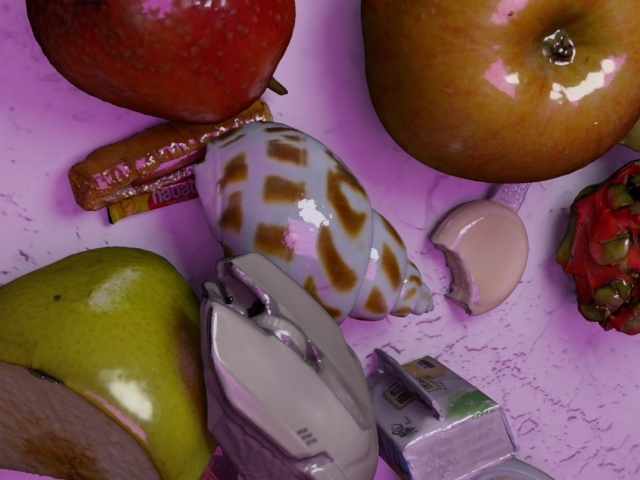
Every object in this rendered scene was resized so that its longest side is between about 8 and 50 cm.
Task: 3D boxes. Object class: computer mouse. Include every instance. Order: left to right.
[{"bbox_3d":[-0.018,0.201,1.005,0.145,0.228,0.429,-8,127,20],"label":"computer mouse"}]

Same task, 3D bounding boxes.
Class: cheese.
[{"bbox_3d":[0.277,-0.011,1.287,0.249,0.071,0.163,-43,109,-5],"label":"cheese"}]

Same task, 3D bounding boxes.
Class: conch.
[{"bbox_3d":[-0.001,0.000,1.132,0.368,0.197,0.249,26,85,-43],"label":"conch"}]

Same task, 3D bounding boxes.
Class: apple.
[{"bbox_3d":[0.243,-0.260,1.070,0.400,0.333,0.400,1,104,5],"label":"apple"}]

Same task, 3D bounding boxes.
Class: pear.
[{"bbox_3d":[-0.261,0.125,1.013,0.342,0.318,0.238,2,122,24],"label":"pear"}]

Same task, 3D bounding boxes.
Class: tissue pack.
[{"bbox_3d":[0.146,0.240,1.213,0.159,0.229,0.145,-21,106,-13],"label":"tissue pack"}]

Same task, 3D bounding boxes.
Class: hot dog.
[{"bbox_3d":[-0.197,-0.124,1.116,0.289,0.068,0.083,-25,67,-11],"label":"hot dog"}]

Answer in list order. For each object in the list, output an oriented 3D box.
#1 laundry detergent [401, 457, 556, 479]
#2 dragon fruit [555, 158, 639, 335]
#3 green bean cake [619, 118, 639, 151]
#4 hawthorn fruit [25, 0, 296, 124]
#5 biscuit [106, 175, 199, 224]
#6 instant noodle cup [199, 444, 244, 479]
[{"bbox_3d":[0.240,0.440,1.349,0.280,0.105,0.215,19,97,-21],"label":"laundry detergent"},{"bbox_3d":[0.487,0.017,1.263,0.231,0.237,0.302,0,135,-31],"label":"dragon fruit"},{"bbox_3d":[0.583,-0.246,1.255,0.310,0.285,0.202,9,118,6],"label":"green bean cake"},{"bbox_3d":[-0.161,-0.271,1.016,0.369,0.285,0.284,27,93,-41],"label":"hawthorn fruit"},{"bbox_3d":[-0.155,-0.082,1.167,0.292,0.026,0.048,-16,124,-13],"label":"biscuit"},{"bbox_3d":[-0.134,0.281,1.157,0.217,0.217,0.207,-33,115,-8],"label":"instant noodle cup"}]
